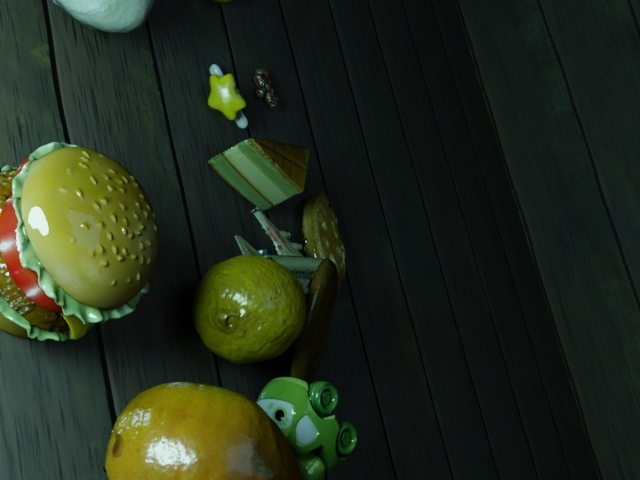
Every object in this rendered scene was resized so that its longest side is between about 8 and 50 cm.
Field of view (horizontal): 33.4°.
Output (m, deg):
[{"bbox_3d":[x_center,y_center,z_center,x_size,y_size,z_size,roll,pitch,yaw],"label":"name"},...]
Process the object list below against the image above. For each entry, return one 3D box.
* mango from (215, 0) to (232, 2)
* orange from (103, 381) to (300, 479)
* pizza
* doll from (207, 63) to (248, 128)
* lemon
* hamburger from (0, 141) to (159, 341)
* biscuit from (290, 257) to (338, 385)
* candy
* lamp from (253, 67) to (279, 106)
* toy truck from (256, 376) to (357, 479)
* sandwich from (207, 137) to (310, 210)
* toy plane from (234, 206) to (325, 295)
[{"bbox_3d":[-0.221,-0.581,2.286,0.117,0.089,0.163,18,42,-48],"label":"mango"},{"bbox_3d":[-0.170,0.345,1.599,0.310,0.274,0.274,18,43,-9],"label":"orange"},{"bbox_3d":[-0.002,0.001,2.270,0.127,0.058,0.247,22,50,-54],"label":"pizza"},{"bbox_3d":[-0.186,-0.283,2.153,0.135,0.071,0.113,60,8,-29],"label":"doll"},{"bbox_3d":[-0.119,0.118,1.817,0.256,0.188,0.188,1,69,-69],"label":"lemon"},{"bbox_3d":[-0.343,-0.005,1.458,0.274,0.212,0.275,42,36,-41],"label":"hamburger"},{"bbox_3d":[-0.008,0.163,1.995,0.262,0.037,0.262,13,90,-82],"label":"biscuit"},{"bbox_3d":[-0.380,-0.495,1.802,0.295,0.185,0.296,51,26,-36],"label":"candy"},{"bbox_3d":[-0.122,-0.340,2.340,0.063,0.031,0.083,33,38,-50],"label":"lamp"},{"bbox_3d":[-0.046,0.351,1.843,0.187,0.148,0.211,50,54,-33],"label":"toy truck"},{"bbox_3d":[-0.121,-0.168,2.114,0.187,0.117,0.144,43,33,-37],"label":"sandwich"},{"bbox_3d":[-0.066,0.055,2.057,0.256,0.104,0.242,15,54,-58],"label":"toy plane"}]
